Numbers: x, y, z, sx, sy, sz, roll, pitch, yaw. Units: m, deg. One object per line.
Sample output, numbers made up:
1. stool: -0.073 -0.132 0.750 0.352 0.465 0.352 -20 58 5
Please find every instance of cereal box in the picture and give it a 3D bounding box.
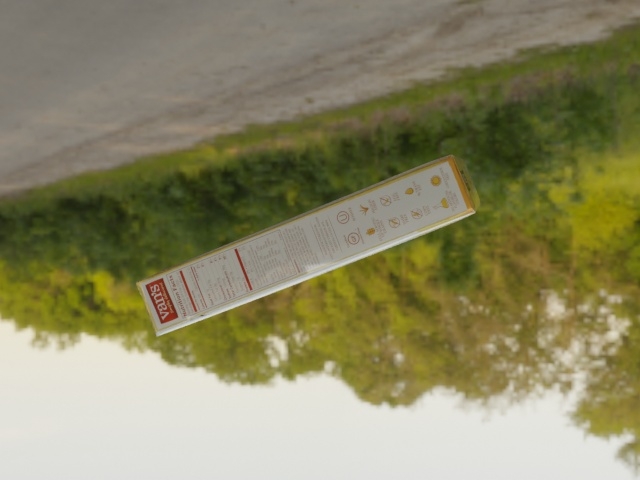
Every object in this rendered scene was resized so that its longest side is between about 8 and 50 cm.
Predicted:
1. cereal box: 0.000 0.000 0.771 0.240 0.047 0.173 -22 180 12
